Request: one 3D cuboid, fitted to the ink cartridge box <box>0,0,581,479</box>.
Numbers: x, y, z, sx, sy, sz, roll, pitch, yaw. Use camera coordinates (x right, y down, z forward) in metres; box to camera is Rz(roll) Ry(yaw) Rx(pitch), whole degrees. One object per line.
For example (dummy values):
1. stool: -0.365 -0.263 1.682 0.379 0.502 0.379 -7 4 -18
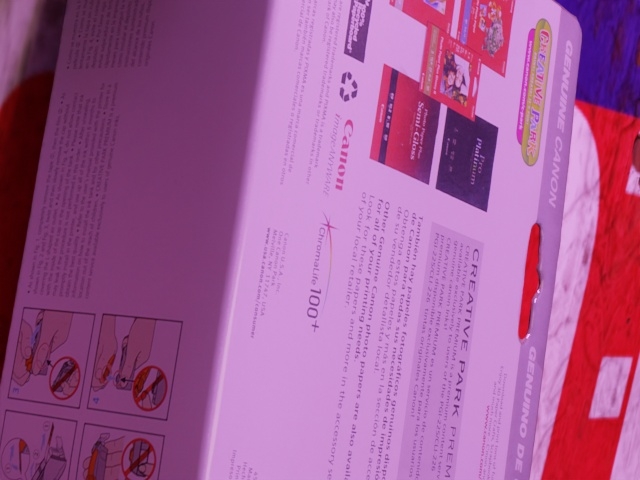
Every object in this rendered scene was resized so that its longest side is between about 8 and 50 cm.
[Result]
1. ink cartridge box: 0.000 0.000 0.746 0.272 0.130 0.310 20 77 -53
